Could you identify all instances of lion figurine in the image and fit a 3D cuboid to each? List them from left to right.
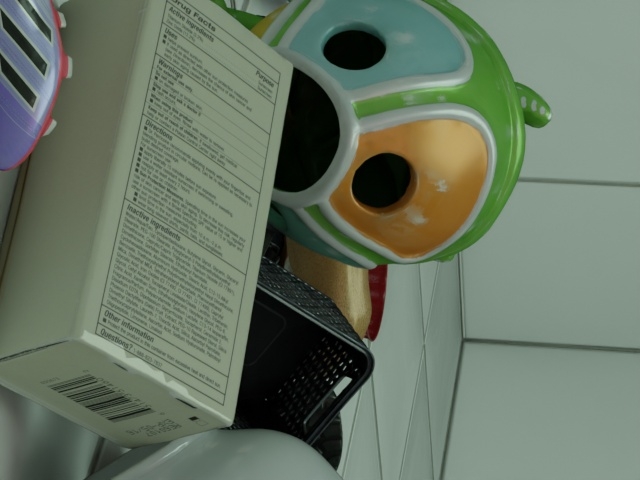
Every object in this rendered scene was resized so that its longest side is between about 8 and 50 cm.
[{"bbox_3d":[0.000,0.000,1.943,0.240,0.142,0.392,26,-51,53],"label":"lion figurine"}]

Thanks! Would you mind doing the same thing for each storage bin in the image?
[{"bbox_3d":[-0.062,0.081,1.529,0.180,0.122,0.084,34,12,-36],"label":"storage bin"}]

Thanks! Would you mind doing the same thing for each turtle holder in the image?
[{"bbox_3d":[0.016,-0.124,1.645,0.227,0.243,0.320,-6,64,-55],"label":"turtle holder"}]

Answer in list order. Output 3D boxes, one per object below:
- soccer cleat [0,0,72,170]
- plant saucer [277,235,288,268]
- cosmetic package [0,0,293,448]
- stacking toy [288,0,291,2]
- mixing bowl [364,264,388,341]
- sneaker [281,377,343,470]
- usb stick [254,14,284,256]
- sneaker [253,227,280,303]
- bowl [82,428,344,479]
[{"bbox_3d":[-0.208,-0.171,1.235,0.095,0.083,0.248,11,86,-50],"label":"soccer cleat"},{"bbox_3d":[-0.032,0.027,2.190,0.200,0.037,0.200,-170,-90,-82],"label":"plant saucer"},{"bbox_3d":[-0.129,-0.024,1.399,0.160,0.113,0.309,35,51,-38],"label":"cosmetic package"},{"bbox_3d":[-0.008,-0.304,2.123,0.330,0.141,0.141,-18,111,-75],"label":"stacking toy"},{"bbox_3d":[0.026,0.037,2.479,0.181,0.098,0.181,3,90,-79],"label":"mixing bowl"},{"bbox_3d":[-0.044,0.269,2.170,0.124,0.107,0.283,-88,-169,-70],"label":"sneaker"},{"bbox_3d":[-0.069,-0.101,2.064,0.077,0.045,0.278,-56,148,-58],"label":"usb stick"},{"bbox_3d":[-0.108,-0.033,1.588,0.104,0.147,0.295,-66,156,-58],"label":"sneaker"},{"bbox_3d":[-0.112,0.221,1.441,0.134,0.298,0.298,60,13,-1],"label":"bowl"}]
